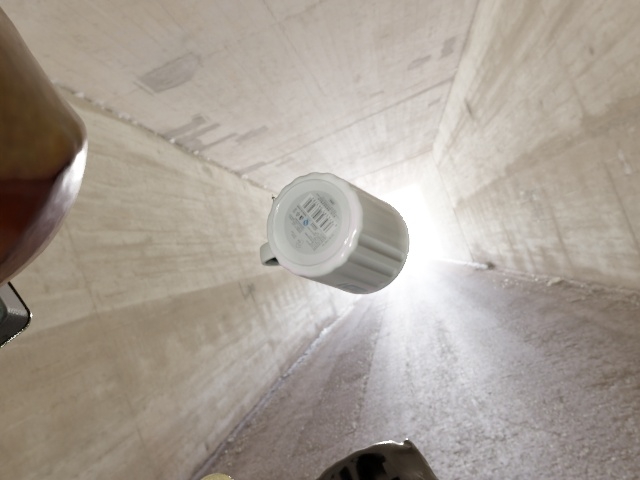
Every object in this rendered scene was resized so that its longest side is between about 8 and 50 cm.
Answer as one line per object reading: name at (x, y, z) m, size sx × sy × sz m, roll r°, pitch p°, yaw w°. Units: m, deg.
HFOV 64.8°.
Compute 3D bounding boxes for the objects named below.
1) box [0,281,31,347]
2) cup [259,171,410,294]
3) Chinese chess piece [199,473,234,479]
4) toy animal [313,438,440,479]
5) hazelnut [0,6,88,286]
box at (-0.643, 0.108, 0.906) m, size 0.144 × 0.201 × 0.090 m, roll -37°, pitch -11°, yaw -12°
cup at (0.010, 0.010, 0.773) m, size 0.221 × 0.167 × 0.202 m, roll -43°, pitch -25°, yaw 13°
Chinese chess piece at (-0.234, 0.586, 1.125) m, size 0.122 × 0.122 × 0.051 m, roll -18°, pitch -24°, yaw -43°
toy animal at (0.111, 0.464, 0.685) m, size 0.250 × 0.251 × 0.310 m, roll -20°, pitch 42°, yaw -12°
hazelnut at (-0.415, -0.091, 0.454) m, size 0.365 × 0.366 × 0.366 m, roll -21°, pitch -3°, yaw -1°
